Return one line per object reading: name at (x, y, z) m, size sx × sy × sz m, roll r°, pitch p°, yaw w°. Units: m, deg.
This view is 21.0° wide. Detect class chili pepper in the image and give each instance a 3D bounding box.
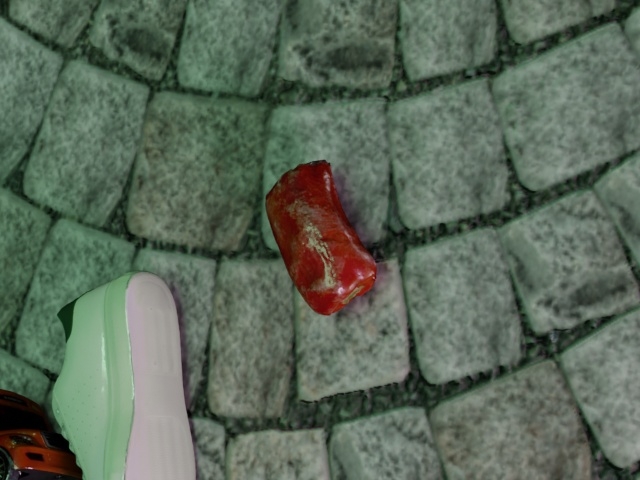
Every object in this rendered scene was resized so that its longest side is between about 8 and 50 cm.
chili pepper at (0.000, 0.000, 1.433) m, size 0.073 × 0.070 × 0.123 m, roll -29°, pitch 66°, yaw 6°

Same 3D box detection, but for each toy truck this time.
toy truck at (-0.326, 0.208, 1.565) m, size 0.252 × 0.107 × 0.114 m, roll -22°, pitch 62°, yaw 28°

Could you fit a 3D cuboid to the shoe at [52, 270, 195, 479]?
shoe at (-0.178, 0.162, 1.502) m, size 0.110 × 0.095 × 0.265 m, roll -11°, pitch 71°, yaw 34°
